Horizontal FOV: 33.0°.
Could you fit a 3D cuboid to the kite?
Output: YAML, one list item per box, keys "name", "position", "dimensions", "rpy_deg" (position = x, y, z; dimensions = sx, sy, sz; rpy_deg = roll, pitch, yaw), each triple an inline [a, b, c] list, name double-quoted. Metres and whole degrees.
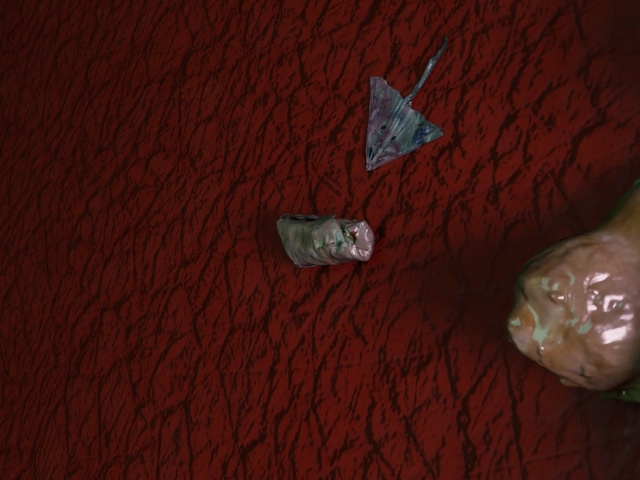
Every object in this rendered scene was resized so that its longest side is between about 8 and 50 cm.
- name: "kite"
  position: [0.083, -0.133, 1.054]
  dimensions: [0.157, 0.011, 0.139]
  rpy_deg: [-57, 42, 17]

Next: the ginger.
- name: "ginger"
  position: [0.207, 0.014, 0.764]
  dimensions: [0.115, 0.122, 0.193]
  rpy_deg: [-13, 57, 69]

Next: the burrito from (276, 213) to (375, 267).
- name: "burrito"
  position: [0.000, 0.000, 1.071]
  dimensions: [0.149, 0.041, 0.055]
  rpy_deg: [4, 64, 54]
